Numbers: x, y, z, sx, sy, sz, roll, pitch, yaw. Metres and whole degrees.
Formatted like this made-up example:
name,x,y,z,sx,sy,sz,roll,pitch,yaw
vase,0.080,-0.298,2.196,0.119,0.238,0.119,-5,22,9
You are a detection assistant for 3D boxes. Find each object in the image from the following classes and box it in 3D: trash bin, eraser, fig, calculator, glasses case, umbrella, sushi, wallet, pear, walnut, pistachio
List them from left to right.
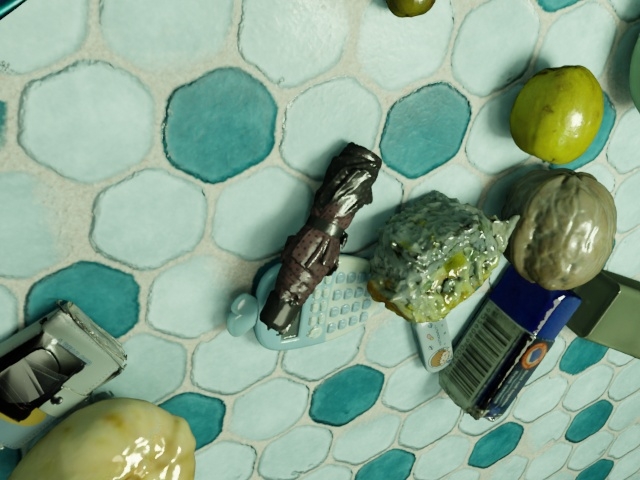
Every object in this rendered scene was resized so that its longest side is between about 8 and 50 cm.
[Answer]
name,x,y,z,sx,sy,sz,roll,pitch,yaw
wallet,-0.426,0.209,0.898,0.231,0.069,0.170,-34,124,-4
pistachio,-0.351,0.379,0.940,0.321,0.238,0.229,-27,92,-5
calculator,-0.021,0.110,1.051,0.302,0.042,0.188,-5,122,-24
umbrella,0.000,0.000,0.935,0.094,0.090,0.326,26,93,-11
fig,0.125,-0.353,0.817,0.074,0.074,0.088,-6,95,-23
glasses case,0.234,0.208,1.235,0.067,0.045,0.179,-26,128,-9
sushi,0.207,0.023,1.037,0.274,0.139,0.184,-33,133,-21
eraser,0.385,0.210,1.246,0.101,0.155,0.332,18,109,-36
pear,0.390,-0.210,0.985,0.148,0.149,0.162,-5,114,-24
walnut,0.430,-0.021,1.085,0.224,0.224,0.224,-13,124,-19
trash bin,0.697,0.166,1.394,0.240,0.122,0.164,19,110,-31

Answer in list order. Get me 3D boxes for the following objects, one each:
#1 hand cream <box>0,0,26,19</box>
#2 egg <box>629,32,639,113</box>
name,x,y,z,sx,sy,sz,roll,pitch,yaw
hand cream,-0.414,-0.253,0.629,0.270,0.061,0.120,-45,124,-4
egg,0.645,-0.321,1.006,0.202,0.203,0.283,-5,120,-24
